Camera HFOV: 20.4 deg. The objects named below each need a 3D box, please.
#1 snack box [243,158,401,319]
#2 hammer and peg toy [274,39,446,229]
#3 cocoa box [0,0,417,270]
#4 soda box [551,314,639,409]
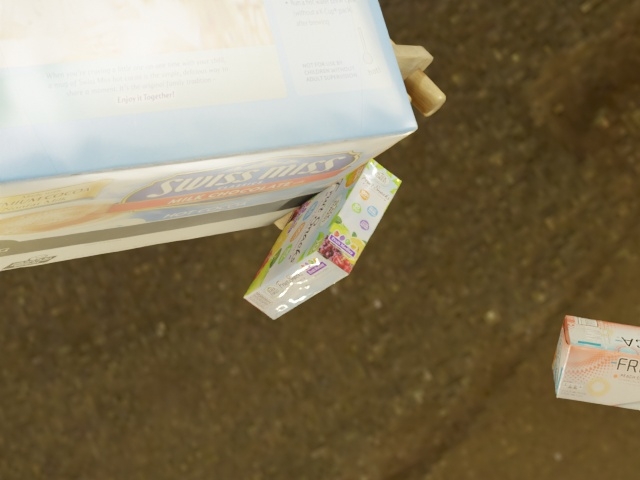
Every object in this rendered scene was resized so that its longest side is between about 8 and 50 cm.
[{"bbox_3d":[0.000,0.000,1.456,0.037,0.100,0.141,36,150,-13],"label":"snack box"},{"bbox_3d":[0.006,-0.135,2.074,0.266,0.127,0.361,-45,172,15],"label":"hammer and peg toy"},{"bbox_3d":[-0.151,-0.126,1.258,0.347,0.232,0.228,-9,168,-34],"label":"cocoa box"},{"bbox_3d":[0.316,0.124,1.701,0.183,0.058,0.063,9,118,-1],"label":"soda box"}]
